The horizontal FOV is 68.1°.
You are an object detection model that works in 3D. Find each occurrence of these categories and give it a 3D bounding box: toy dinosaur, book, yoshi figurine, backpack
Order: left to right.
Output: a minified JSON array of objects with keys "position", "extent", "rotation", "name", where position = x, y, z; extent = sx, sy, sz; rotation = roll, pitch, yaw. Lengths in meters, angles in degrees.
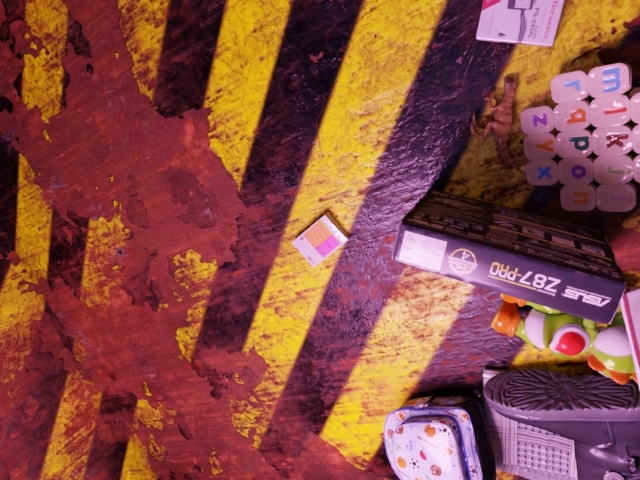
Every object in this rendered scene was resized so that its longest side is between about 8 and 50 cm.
[{"position":[0.000,0.000,1.314],"extent":[0.144,0.035,0.096],"rotation":[-38,93,31],"name":"book"},{"position":[0.298,0.541,1.245],"extent":[0.263,0.213,0.277],"rotation":[-16,78,43],"name":"backpack"},{"position":[0.388,-0.244,1.030],"extent":[0.112,0.064,0.212],"rotation":[3,110,22],"name":"toy dinosaur"},{"position":[0.593,0.188,1.061],"extent":[0.361,0.203,0.203],"rotation":[25,83,28],"name":"yoshi figurine"}]

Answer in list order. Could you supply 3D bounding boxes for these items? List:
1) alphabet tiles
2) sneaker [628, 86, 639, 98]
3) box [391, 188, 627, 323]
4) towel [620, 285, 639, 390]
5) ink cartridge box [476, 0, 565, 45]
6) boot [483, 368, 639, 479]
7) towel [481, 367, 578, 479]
[{"position":[0.545,-0.197,0.947],"extent":[0.277,0.021,0.285],"rotation":[5,112,49],"name":"alphabet tiles"},{"position":[0.663,-0.155,0.900],"extent":[0.282,0.102,0.161],"rotation":[49,127,17],"name":"sneaker"},{"position":[0.378,0.006,0.978],"extent":[0.394,0.318,0.097],"rotation":[16,115,17],"name":"box"},{"position":[0.762,0.180,0.887],"extent":[0.328,0.037,0.237],"rotation":[-12,85,15],"name":"towel"},{"position":[0.402,-0.453,0.947],"extent":[0.150,0.063,0.110],"rotation":[14,114,20],"name":"ink cartridge box"},{"position":[0.618,0.533,1.119],"extent":[0.366,0.146,0.446],"rotation":[-7,112,39],"name":"boot"},{"position":[0.570,0.495,1.220],"extent":[0.311,0.056,0.325],"rotation":[4,110,23],"name":"towel"}]
